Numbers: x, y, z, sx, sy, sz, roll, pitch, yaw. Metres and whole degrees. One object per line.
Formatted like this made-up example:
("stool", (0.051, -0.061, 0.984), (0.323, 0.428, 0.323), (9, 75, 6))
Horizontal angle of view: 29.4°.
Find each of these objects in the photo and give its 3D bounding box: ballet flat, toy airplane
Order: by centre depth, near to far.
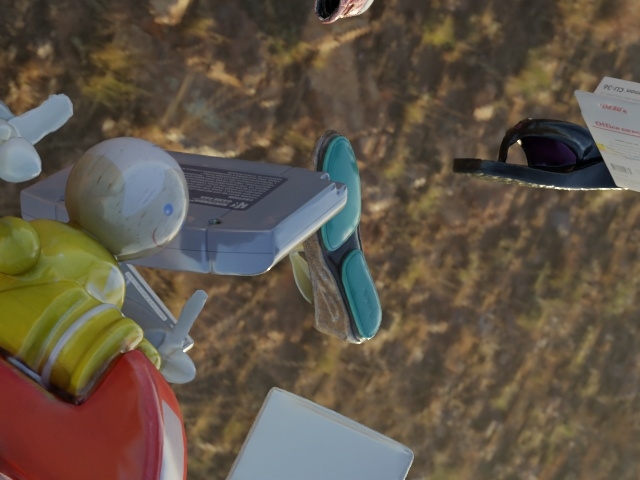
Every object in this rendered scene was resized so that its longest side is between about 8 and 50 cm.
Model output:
("toy airplane", (-0.222, 0.011, 0.854), (0.272, 0.386, 0.384), (-36, 104, -7))
("ballet flat", (0.000, 0.000, 1.598), (0.107, 0.106, 0.316), (-42, 131, -46))

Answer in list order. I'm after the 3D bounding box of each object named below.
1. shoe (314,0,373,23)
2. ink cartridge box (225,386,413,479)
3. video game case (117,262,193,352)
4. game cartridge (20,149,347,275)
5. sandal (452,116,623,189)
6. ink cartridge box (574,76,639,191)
("shoe", (0.050, -0.365, 1.617), (0.081, 0.063, 0.178), (-31, 158, -42))
("ink cartridge box", (-0.036, 0.346, 1.313), (0.384, 0.160, 0.279), (89, 25, -71))
("video game case", (-0.277, 0.098, 1.465), (0.173, 0.190, 0.022), (-34, 166, -29))
("game cartridge", (-0.145, -0.033, 1.235), (0.196, 0.294, 0.060), (-34, 128, -58))
("sandal", (0.384, -0.136, 1.908), (0.446, 0.167, 0.107), (-1, 97, -34))
("ink cartridge box", (0.415, -0.141, 1.569), (0.067, 0.115, 0.198), (-55, 136, -16))
